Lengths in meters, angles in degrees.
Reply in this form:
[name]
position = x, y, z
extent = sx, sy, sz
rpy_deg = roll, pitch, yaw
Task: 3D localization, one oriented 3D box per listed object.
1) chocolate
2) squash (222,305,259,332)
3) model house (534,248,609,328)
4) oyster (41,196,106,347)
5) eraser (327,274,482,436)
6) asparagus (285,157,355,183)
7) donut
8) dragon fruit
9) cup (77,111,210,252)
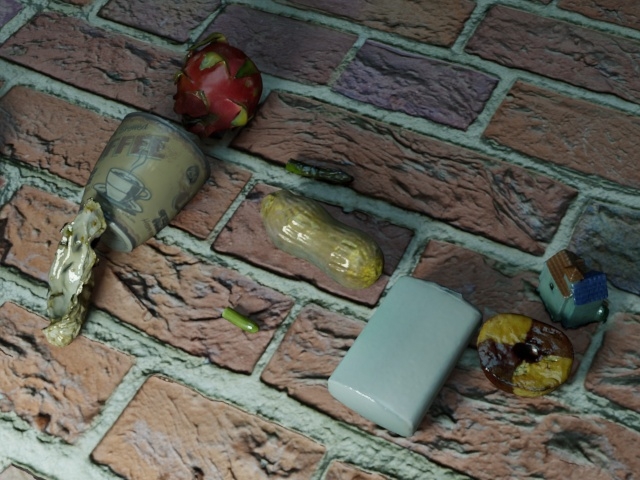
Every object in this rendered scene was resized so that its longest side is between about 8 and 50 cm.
[chocolate]
position = 0.000, 0.000, 1.941
extent = 0.309, 0.134, 0.134
rpy_deg = 33, 61, 20
[squash]
position = -0.160, 0.165, 1.882
extent = 0.083, 0.027, 0.027
rpy_deg = 29, 59, 22
[model house]
position = 0.510, 0.079, 1.835
extent = 0.119, 0.149, 0.148
rpy_deg = -13, 55, -8
[oyster]
position = -0.487, 0.062, 1.877
extent = 0.094, 0.294, 0.166
rpy_deg = 18, 15, -33
[eraser]
position = 0.166, 0.214, 1.779
extent = 0.189, 0.104, 0.290
rpy_deg = 28, 59, 17
[asparagus]
position = 0.001, -0.156, 2.117
extent = 0.165, 0.030, 0.036
rpy_deg = 13, 44, 13
[donut]
position = 0.390, 0.226, 1.775
extent = 0.184, 0.073, 0.166
rpy_deg = 8, 53, 9
[dragon fruit]
position = -0.246, -0.356, 2.172
extent = 0.224, 0.224, 0.227
rpy_deg = 14, 36, 14
[cup]
position = -0.428, -0.118, 2.018
extent = 0.301, 0.227, 0.257
rpy_deg = 6, 52, 44
